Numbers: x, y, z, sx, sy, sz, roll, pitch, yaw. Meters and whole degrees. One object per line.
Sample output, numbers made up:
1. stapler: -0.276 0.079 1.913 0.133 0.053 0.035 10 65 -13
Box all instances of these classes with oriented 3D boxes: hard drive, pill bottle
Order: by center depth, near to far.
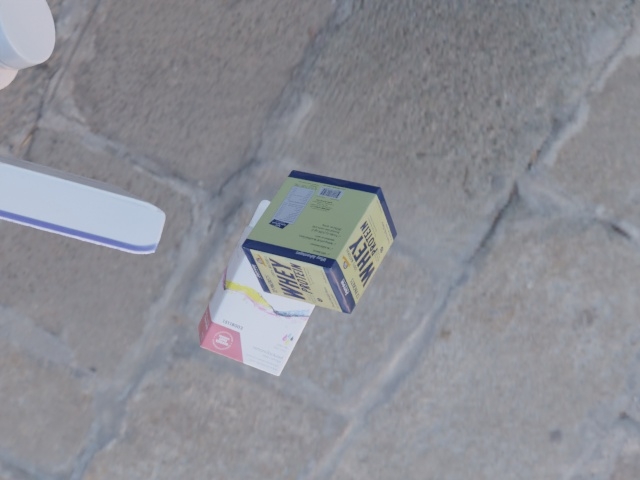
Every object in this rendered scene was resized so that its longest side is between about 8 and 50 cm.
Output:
1. hard drive: -0.257 -0.046 1.022 0.210 0.319 0.040 15 91 -16
2. pill bottle: -0.359 -0.191 1.175 0.187 0.112 0.112 -11 115 24

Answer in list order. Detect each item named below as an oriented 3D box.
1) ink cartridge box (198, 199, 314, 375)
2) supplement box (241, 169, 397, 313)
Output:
1. ink cartridge box: -0.065 0.060 1.547 0.115 0.067 0.198 22 105 -15
2. supplement box: 0.000 0.000 0.922 0.083 0.083 0.056 13 145 31
